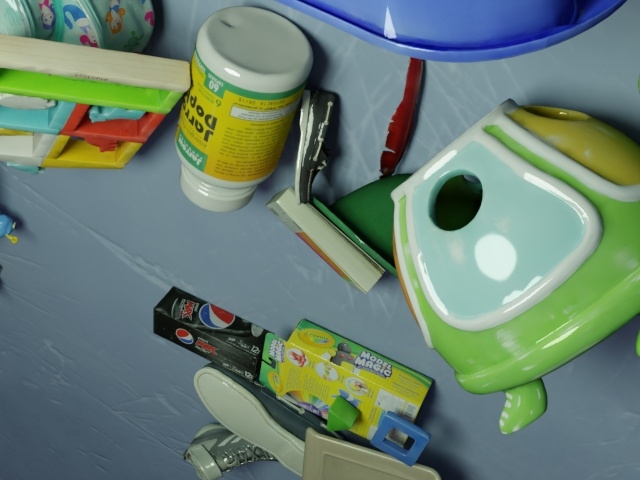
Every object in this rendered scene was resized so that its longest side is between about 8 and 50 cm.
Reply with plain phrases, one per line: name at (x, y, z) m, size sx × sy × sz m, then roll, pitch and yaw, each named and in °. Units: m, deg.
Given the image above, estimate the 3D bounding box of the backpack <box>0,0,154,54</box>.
backpack at (-0.310, -0.258, 0.903) m, size 0.225 × 0.191 × 0.253 m, roll -17°, pitch 122°, yaw 40°

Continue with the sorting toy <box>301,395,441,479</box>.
sorting toy at (0.067, 0.345, 1.196) m, size 0.196 × 0.047 × 0.347 m, roll 17°, pitch 126°, yaw 17°

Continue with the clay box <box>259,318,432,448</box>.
clay box at (0.028, 0.191, 1.167) m, size 0.222 × 0.053 × 0.127 m, roll 25°, pitch 137°, yaw 12°

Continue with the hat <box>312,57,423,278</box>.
hat at (0.110, -0.056, 0.918) m, size 0.173 × 0.183 × 0.208 m, roll 41°, pitch -178°, yaw 12°

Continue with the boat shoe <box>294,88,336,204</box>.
boat shoe at (-0.006, -0.097, 0.922) m, size 0.038 × 0.046 × 0.125 m, roll 5°, pitch 104°, yaw -3°

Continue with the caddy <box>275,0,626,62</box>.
caddy at (0.061, -0.254, 0.592) m, size 0.341 × 0.241 × 0.179 m, roll 31°, pitch 157°, yaw 26°

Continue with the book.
book at (0.000, 0.000, 1.006) m, size 0.144 × 0.035 × 0.096 m, roll 43°, pitch 171°, yaw -8°

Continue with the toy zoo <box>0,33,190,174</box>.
toy zoo at (-0.277, -0.130, 0.925) m, size 0.193 × 0.030 × 0.293 m, roll 3°, pitch 164°, yaw -27°

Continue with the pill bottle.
pill bottle at (-0.089, -0.129, 0.914) m, size 0.118 × 0.117 × 0.208 m, roll 31°, pitch 137°, yaw 6°

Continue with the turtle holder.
turtle holder at (0.202, -0.011, 0.746) m, size 0.227 × 0.243 × 0.320 m, roll 52°, pitch 140°, yaw 1°

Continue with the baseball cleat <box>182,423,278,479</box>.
baseball cleat at (-0.122, 0.335, 1.349) m, size 0.206 × 0.109 × 0.072 m, roll -8°, pitch 117°, yaw 34°

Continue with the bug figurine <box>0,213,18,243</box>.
bug figurine at (-0.569, -0.021, 1.348) m, size 0.216 × 0.072 × 0.279 m, roll 41°, pitch 139°, yaw -2°

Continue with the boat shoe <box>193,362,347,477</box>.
boat shoe at (-0.067, 0.252, 1.263) m, size 0.255 × 0.079 × 0.095 m, roll 35°, pitch 135°, yaw -2°

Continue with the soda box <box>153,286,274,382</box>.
soda box at (-0.153, 0.131, 1.230) m, size 0.169 × 0.053 × 0.060 m, roll 24°, pitch 135°, yaw 12°
